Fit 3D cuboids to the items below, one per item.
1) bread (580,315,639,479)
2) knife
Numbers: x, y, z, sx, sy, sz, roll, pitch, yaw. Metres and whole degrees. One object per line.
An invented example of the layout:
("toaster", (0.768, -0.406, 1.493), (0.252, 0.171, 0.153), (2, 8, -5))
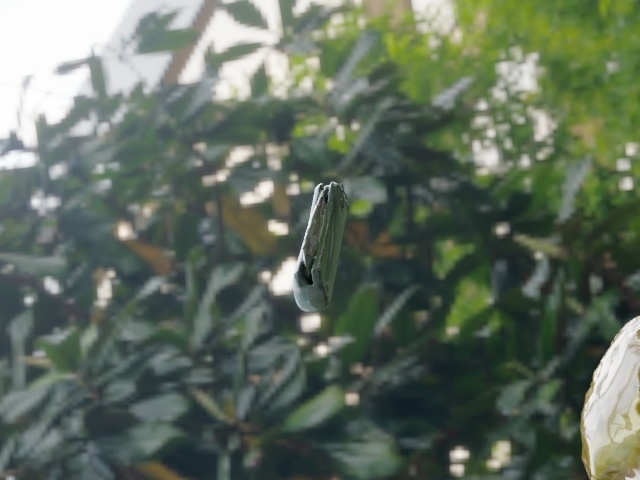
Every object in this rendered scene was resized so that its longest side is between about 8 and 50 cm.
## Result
("bread", (0.377, 0.173, 1.173), (0.361, 0.394, 0.250), (75, -146, -54))
("knife", (0.000, 0.000, 1.178), (0.162, 0.023, 0.044), (-78, -27, -63))
